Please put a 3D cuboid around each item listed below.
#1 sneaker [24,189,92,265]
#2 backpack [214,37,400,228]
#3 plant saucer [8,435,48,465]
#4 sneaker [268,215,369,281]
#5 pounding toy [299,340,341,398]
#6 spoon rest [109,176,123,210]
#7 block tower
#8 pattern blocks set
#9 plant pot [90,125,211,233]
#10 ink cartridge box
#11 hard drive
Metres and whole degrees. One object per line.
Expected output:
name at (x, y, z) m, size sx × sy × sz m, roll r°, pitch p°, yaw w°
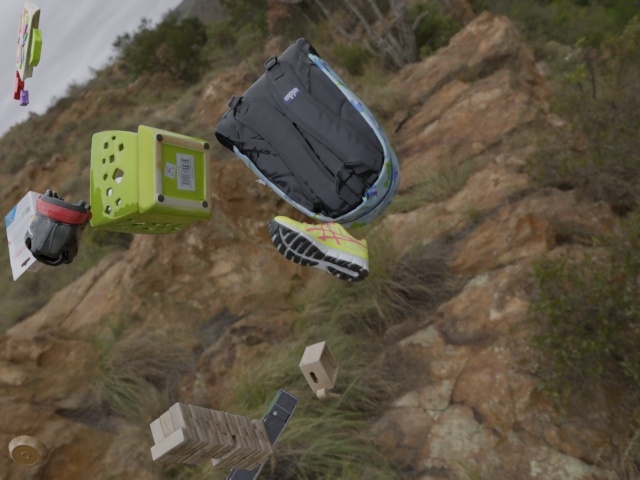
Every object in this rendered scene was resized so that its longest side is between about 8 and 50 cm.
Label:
sneaker at (-0.503, -0.021, 1.159) m, size 0.276 × 0.098 × 0.135 m, roll 8°, pitch 80°, yaw 71°
backpack at (0.005, -0.188, 1.250) m, size 0.290 × 0.273 × 0.355 m, roll -47°, pitch 57°, yaw 4°
plant saucer at (-0.628, 0.455, 1.291) m, size 0.083 × 0.083 × 0.015 m, roll -40°, pitch 19°, yaw 16°
sneaker at (0.000, 0.000, 1.140) m, size 0.081 × 0.208 × 0.094 m, roll -47°, pitch 21°, yaw 50°
pounding toy at (-0.003, 0.501, 2.170) m, size 0.094 × 0.181 × 0.206 m, roll -21°, pitch 17°, yaw 20°
spoon rest at (-0.488, -0.143, 1.651) m, size 0.137 × 0.084 × 0.276 m, roll -8°, pitch 10°, yaw 14°
block tower at (-0.240, 0.454, 1.383) m, size 0.091 × 0.335 × 0.097 m, roll -38°, pitch 54°, yaw 13°
pattern blocks set at (-0.737, -0.502, 1.515) m, size 0.285 × 0.026 × 0.324 m, roll 29°, pitch 110°, yaw 52°
plant pot at (-0.378, -0.140, 1.401) m, size 0.207 × 0.227 × 0.228 m, roll -8°, pitch 81°, yaw 38°
ink cartridge box at (-0.632, -0.004, 1.333) m, size 0.104 × 0.061 × 0.181 m, roll -37°, pitch 57°, yaw 22°
hard drive at (-0.175, 0.587, 1.720) m, size 0.339 × 0.064 × 0.237 m, roll -59°, pitch -1°, yaw -16°
